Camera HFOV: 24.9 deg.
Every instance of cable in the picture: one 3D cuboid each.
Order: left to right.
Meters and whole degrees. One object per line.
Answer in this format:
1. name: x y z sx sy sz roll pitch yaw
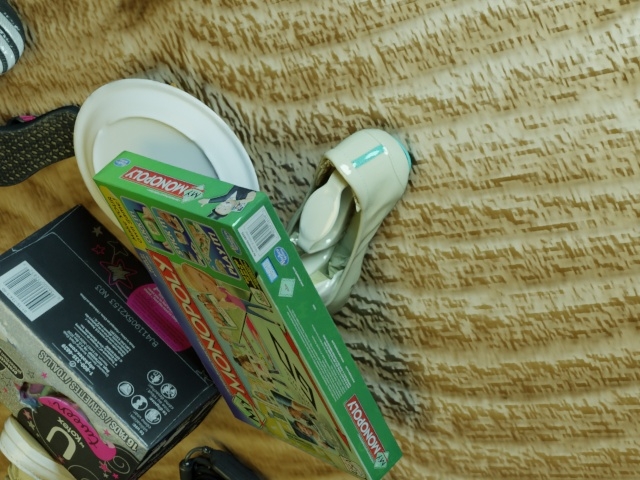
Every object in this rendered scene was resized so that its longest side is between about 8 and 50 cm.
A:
1. cable: -0.088 0.313 1.589 0.184 0.047 0.150 36 137 15

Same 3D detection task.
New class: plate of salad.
1. plate of salad: -0.141 -0.068 1.357 0.200 0.048 0.200 15 130 19

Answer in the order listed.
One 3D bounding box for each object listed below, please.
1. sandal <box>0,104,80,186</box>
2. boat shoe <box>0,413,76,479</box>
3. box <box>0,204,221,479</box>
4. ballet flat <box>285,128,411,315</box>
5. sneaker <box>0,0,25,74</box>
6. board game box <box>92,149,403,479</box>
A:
1. sandal: -0.295 -0.100 1.479 0.179 0.040 0.067 -13 117 30
2. boat shoe: -0.300 0.264 1.598 0.098 0.096 0.277 49 176 22
3. box: -0.236 0.119 1.487 0.247 0.163 0.142 43 136 8
4. ballet flat: 0.000 0.000 1.258 0.086 0.086 0.248 38 138 13
5. sneaker: -0.427 -0.245 1.434 0.281 0.106 0.162 50 142 -2
6. board game box: -0.064 0.071 1.311 0.213 0.046 0.317 17 143 47
